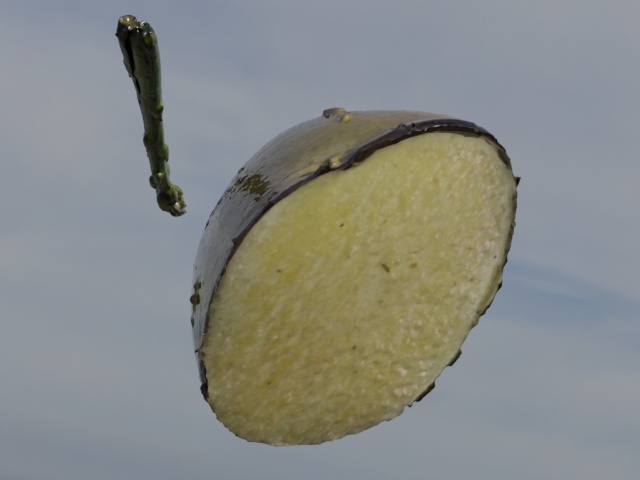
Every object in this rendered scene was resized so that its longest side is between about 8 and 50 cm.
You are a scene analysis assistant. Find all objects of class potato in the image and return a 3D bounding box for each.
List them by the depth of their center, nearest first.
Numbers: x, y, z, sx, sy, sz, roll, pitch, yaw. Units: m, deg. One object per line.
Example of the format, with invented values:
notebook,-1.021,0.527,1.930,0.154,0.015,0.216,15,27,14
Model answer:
potato,0.000,0.000,0.903,0.182,0.202,0.117,-2,33,-30

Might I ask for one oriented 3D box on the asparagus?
asparagus,-0.102,-0.068,1.044,0.023,0.022,0.233,-21,-25,-9
